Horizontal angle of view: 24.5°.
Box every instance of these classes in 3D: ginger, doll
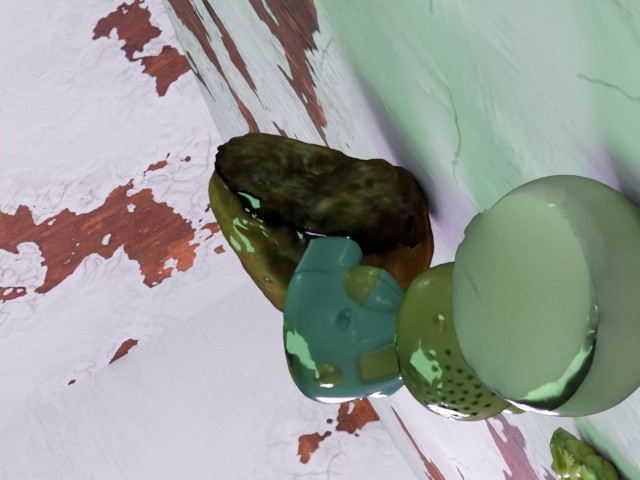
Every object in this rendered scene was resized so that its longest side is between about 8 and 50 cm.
[{"bbox_3d":[-0.001,-0.002,1.714,0.200,0.269,0.223,-87,5,-53],"label":"ginger"},{"bbox_3d":[0.098,0.099,1.536,0.161,0.261,0.177,-64,-27,-51],"label":"doll"}]

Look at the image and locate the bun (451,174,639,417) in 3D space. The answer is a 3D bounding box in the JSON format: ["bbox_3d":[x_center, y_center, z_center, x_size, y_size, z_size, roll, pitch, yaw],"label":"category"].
[{"bbox_3d":[0.186,0.040,1.054,0.173,0.120,0.173,1,92,59],"label":"bun"}]

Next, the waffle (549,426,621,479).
[{"bbox_3d":[0.330,0.333,1.604,0.250,0.056,0.261,64,174,-36],"label":"waffle"}]
